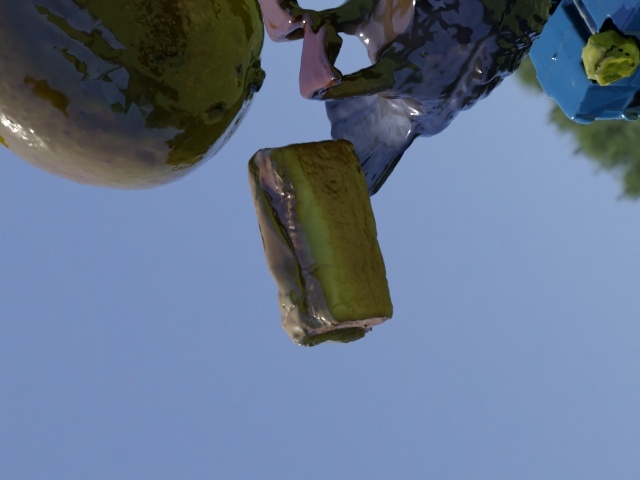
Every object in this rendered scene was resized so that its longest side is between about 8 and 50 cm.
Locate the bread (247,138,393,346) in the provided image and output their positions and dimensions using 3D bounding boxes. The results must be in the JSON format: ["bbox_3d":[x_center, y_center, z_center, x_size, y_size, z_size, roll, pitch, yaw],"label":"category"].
[{"bbox_3d":[0.000,0.000,1.179,0.074,0.053,0.132,-9,-99,-42],"label":"bread"}]

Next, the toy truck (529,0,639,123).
[{"bbox_3d":[0.339,-0.284,1.801,0.162,0.385,0.161,0,-133,-29],"label":"toy truck"}]

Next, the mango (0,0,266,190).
[{"bbox_3d":[-0.246,-0.238,1.701,0.445,0.301,0.220,42,-155,-9],"label":"mango"}]

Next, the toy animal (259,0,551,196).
[{"bbox_3d":[0.061,-0.144,1.201,0.122,0.185,0.298,57,161,29],"label":"toy animal"}]
